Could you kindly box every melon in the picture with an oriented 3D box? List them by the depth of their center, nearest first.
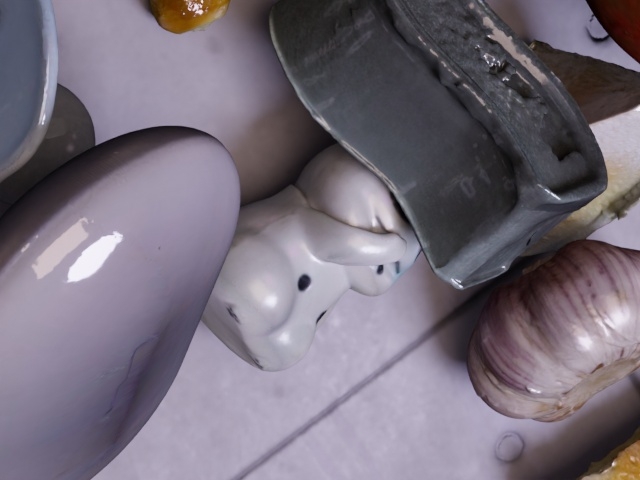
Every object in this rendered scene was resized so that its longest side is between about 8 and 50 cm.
[{"bbox_3d":[0.158,-0.078,1.290,0.093,0.202,0.139,7,58,-32],"label":"melon"}]

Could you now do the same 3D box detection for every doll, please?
[{"bbox_3d":[-0.004,0.005,1.254,0.180,0.107,0.110,-32,137,-11],"label":"doll"}]

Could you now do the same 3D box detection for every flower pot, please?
[{"bbox_3d":[0.075,-0.090,1.207,0.229,0.108,0.103,52,40,2],"label":"flower pot"}]

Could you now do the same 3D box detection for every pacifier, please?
[{"bbox_3d":[-0.233,-0.070,1.137,0.225,0.238,0.287,9,117,-53],"label":"pacifier"}]

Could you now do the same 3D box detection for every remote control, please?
[{"bbox_3d":[-0.148,0.059,1.125,0.103,0.332,0.221,43,50,13],"label":"remote control"}]

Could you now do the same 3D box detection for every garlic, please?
[{"bbox_3d":[0.171,0.058,1.319,0.147,0.159,0.102,-12,63,-41],"label":"garlic"}]

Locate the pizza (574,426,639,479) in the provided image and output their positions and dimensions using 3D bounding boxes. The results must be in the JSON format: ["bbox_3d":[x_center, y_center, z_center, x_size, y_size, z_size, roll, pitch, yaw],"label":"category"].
[{"bbox_3d":[0.320,0.215,1.407,0.323,0.089,0.223,30,73,-9],"label":"pizza"}]

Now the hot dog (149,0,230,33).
[{"bbox_3d":[-0.096,-0.238,1.207,0.066,0.047,0.216,-16,105,-20],"label":"hot dog"}]

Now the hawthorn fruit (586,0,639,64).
[{"bbox_3d":[0.325,-0.220,1.225,0.324,0.308,0.308,5,98,-33],"label":"hawthorn fruit"}]
